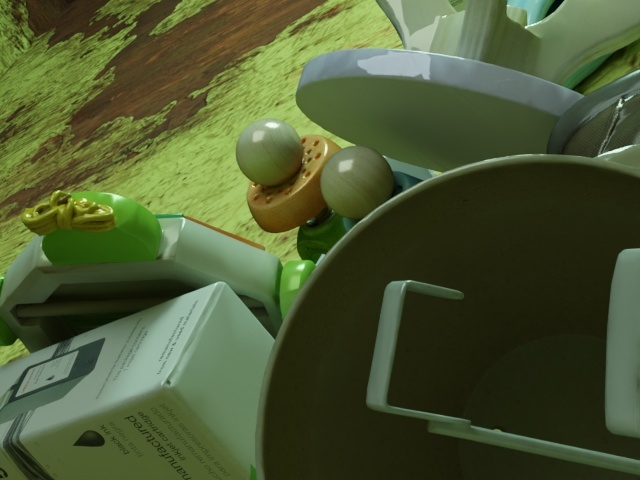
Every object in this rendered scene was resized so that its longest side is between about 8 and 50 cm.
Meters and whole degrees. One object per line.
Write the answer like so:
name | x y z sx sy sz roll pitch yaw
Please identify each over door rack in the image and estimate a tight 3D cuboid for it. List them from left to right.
over door rack | 0.182 0.117 0.578 0.108 0.324 0.239 -67 14 -11

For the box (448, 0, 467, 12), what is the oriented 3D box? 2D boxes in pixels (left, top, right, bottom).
box | 0.287 -0.379 1.837 0.307 0.076 0.242 -28 22 22

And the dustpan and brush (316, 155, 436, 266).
dustpan and brush | 0.052 -0.053 1.536 0.147 0.060 0.211 -29 22 18

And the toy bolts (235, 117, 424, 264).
toy bolts | 0.000 0.000 1.330 0.228 0.158 0.218 0 52 48

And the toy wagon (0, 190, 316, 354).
toy wagon | -0.125 0.054 1.194 0.267 0.344 0.068 -3 54 15

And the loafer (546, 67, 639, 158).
loafer | 0.341 -0.100 1.119 0.366 0.134 0.130 -34 32 19

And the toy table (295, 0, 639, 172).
toy table | 0.133 -0.157 1.297 0.252 0.274 0.161 96 -169 -71

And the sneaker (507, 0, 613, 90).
sneaker | 0.275 -0.251 1.536 0.150 0.135 0.366 9 57 52

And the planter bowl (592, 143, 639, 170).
planter bowl | 0.212 0.032 1.003 0.162 0.162 0.109 -30 49 17

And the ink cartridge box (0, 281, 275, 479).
ink cartridge box | -0.130 0.168 1.158 0.273 0.198 0.115 -22 29 36

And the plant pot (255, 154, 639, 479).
plant pot | 0.126 0.109 0.846 0.284 0.284 0.191 -34 -14 8
